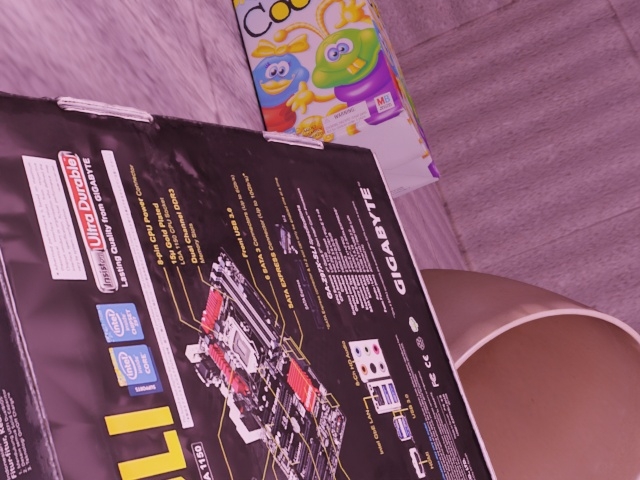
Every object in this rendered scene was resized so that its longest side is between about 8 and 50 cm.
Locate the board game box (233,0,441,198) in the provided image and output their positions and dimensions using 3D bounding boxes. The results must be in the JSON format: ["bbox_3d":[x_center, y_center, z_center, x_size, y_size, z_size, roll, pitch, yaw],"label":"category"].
[{"bbox_3d":[0.011,-0.181,1.199,0.142,0.144,0.275,52,19,-55],"label":"board game box"}]

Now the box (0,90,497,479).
[{"bbox_3d":[-0.020,0.109,0.424,0.257,0.079,0.322,0,67,-55],"label":"box"}]

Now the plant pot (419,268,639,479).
[{"bbox_3d":[0.156,0.136,1.102,0.256,0.256,0.274,63,-8,-25],"label":"plant pot"}]
